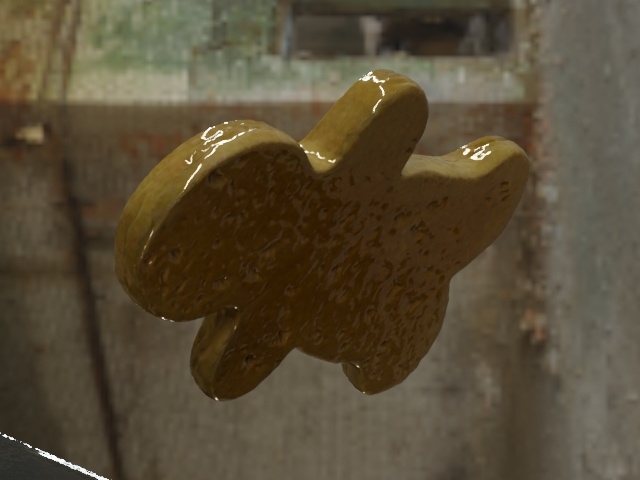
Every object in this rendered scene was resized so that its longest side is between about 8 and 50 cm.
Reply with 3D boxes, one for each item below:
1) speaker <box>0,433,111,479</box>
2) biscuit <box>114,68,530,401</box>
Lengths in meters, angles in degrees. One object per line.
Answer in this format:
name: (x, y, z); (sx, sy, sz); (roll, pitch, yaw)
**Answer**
speaker: (-0.104, 0.118, 0.638); (0.046, 0.191, 0.040); (-26, -62, -41)
biscuit: (-0.001, -0.001, 0.673); (0.240, 0.035, 0.158); (15, -70, -56)
